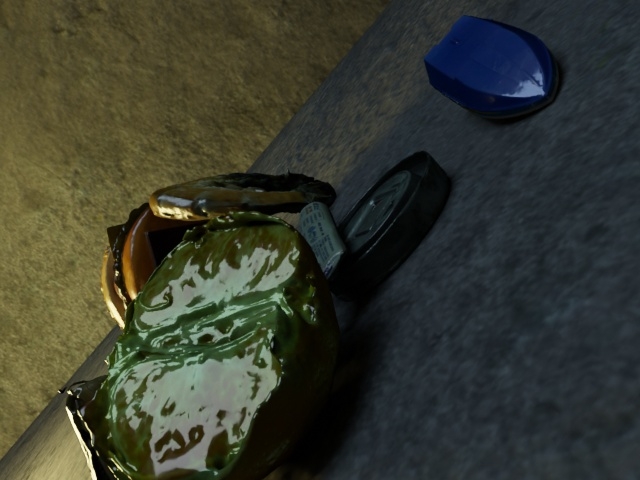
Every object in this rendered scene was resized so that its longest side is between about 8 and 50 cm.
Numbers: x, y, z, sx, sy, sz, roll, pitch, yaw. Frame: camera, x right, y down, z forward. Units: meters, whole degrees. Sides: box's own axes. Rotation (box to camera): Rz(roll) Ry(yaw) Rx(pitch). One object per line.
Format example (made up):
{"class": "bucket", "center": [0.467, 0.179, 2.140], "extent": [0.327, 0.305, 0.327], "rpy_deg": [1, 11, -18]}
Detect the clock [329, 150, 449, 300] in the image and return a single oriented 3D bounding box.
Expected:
{"class": "clock", "center": [0.081, -0.019, 1.173], "extent": [0.226, 0.049, 0.226], "rpy_deg": [-47, 14, 15]}

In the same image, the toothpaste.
{"class": "toothpaste", "center": [0.001, -0.001, 1.179], "extent": [0.069, 0.047, 0.268], "rpy_deg": [-30, 18, 6]}

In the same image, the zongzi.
{"class": "zongzi", "center": [-0.291, 0.298, 1.177], "extent": [0.204, 0.205, 0.094], "rpy_deg": [-50, 1, 17]}

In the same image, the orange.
{"class": "orange", "center": [-0.096, 0.133, 0.966], "extent": [0.262, 0.196, 0.335], "rpy_deg": [-37, 29, 27]}

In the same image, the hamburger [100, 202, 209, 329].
{"class": "hamburger", "center": [-0.259, 0.063, 1.612], "extent": [0.225, 0.291, 0.291], "rpy_deg": [-21, 31, 56]}

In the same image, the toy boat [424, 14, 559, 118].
{"class": "toy boat", "center": [0.234, -0.218, 1.166], "extent": [0.129, 0.088, 0.295], "rpy_deg": [-47, 23, 8]}

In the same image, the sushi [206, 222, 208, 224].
{"class": "sushi", "center": [-0.157, 0.123, 1.279], "extent": [0.294, 0.178, 0.352], "rpy_deg": [-53, 11, -8]}

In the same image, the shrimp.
{"class": "shrimp", "center": [-0.079, -0.075, 1.469], "extent": [0.272, 0.085, 0.445], "rpy_deg": [2, 6, 31]}
